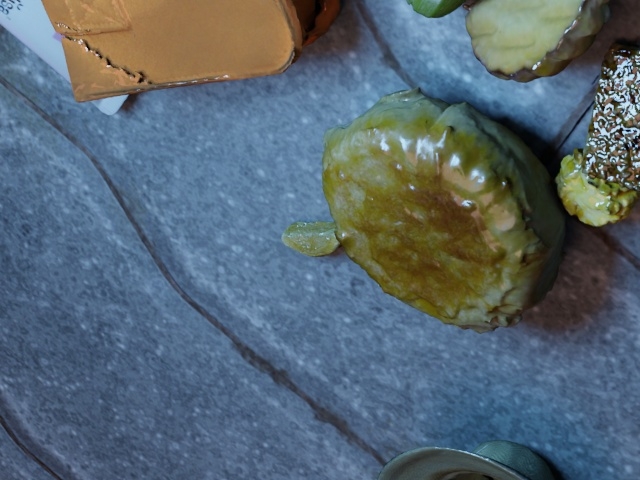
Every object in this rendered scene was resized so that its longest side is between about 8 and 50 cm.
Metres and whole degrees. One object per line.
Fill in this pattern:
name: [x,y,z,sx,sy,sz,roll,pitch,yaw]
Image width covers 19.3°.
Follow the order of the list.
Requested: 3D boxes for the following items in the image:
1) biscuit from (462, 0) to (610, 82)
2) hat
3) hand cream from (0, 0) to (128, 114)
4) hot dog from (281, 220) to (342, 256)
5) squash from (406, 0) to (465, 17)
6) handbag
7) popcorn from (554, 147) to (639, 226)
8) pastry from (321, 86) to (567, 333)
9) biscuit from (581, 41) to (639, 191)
biscuit: [0.202,-0.198,1.669,0.183,0.061,0.118,-32,58,48]
hat: [0.192,0.274,2.022,0.252,0.110,0.252,19,138,18]
hand cream: [-0.322,-0.292,1.988,0.359,0.118,0.185,39,131,-5]
hot dog: [0.000,0.000,2.015,0.090,0.030,0.034,0,123,39]
squash: [0.133,-0.285,1.654,0.069,0.069,0.239,36,136,10]
handbag: [-0.171,-0.339,1.791,0.303,0.116,0.410,-4,119,30]
popcorn: [0.258,-0.053,1.750,0.082,0.057,0.083,-7,121,49]
pastry: [0.124,-0.033,1.822,0.236,0.121,0.257,-1,124,40]
biscuit: [0.340,-0.088,1.644,0.231,0.025,0.131,17,106,27]
